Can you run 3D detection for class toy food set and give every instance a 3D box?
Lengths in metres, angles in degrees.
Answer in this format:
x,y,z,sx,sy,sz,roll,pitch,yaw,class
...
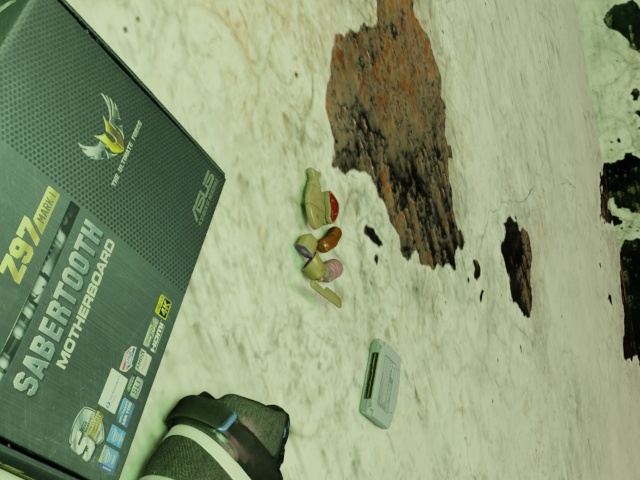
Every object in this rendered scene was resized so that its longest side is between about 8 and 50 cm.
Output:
x,y,z,sx,sy,sz,roll,pitch,yaw,class
0.000,0.000,0.758,0.078,0.019,0.122,41,43,-50,toy food set

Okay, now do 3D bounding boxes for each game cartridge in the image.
x,y,z,sx,sy,sz,roll,pitch,yaw,class
0.065,0.152,0.843,0.056,0.017,0.083,45,48,-43,game cartridge

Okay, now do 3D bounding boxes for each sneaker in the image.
x,y,z,sx,sy,sz,roll,pitch,yaw,class
-0.039,0.193,0.594,0.216,0.079,0.121,58,41,-35,sneaker

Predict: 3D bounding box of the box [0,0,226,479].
x,y,z,sx,sy,sz,roll,pitch,yaw,class
-0.154,0.003,0.452,0.183,0.059,0.232,49,46,-43,box
